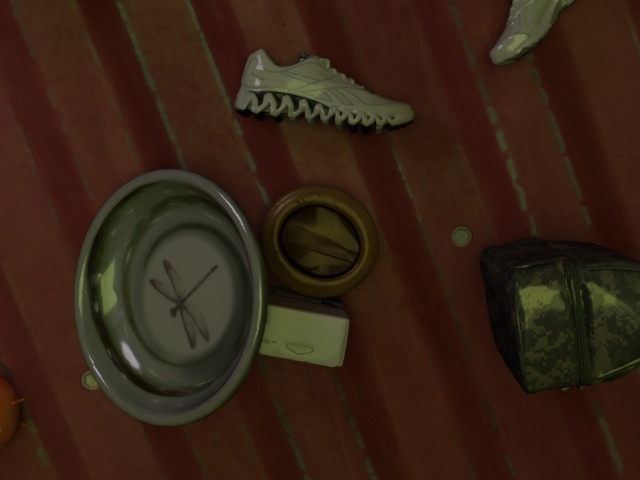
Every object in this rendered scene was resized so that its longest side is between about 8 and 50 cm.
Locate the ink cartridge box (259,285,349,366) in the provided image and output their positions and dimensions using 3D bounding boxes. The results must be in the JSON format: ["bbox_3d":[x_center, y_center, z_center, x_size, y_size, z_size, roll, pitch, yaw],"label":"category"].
[{"bbox_3d":[-0.032,0.135,1.882,0.139,0.191,0.082,11,95,-4],"label":"ink cartridge box"}]

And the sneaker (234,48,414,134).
[{"bbox_3d":[0.012,-0.238,1.893,0.292,0.110,0.118,9,87,-4],"label":"sneaker"}]

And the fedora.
[{"bbox_3d":[0.000,0.000,1.925,0.194,0.079,0.194,0,94,4],"label":"fedora"}]

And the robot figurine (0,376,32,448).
[{"bbox_3d":[-0.584,0.278,1.907,0.219,0.128,0.158,1,96,-3],"label":"robot figurine"}]

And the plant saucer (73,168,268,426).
[{"bbox_3d":[-0.220,0.089,1.858,0.400,0.100,0.401,-1,88,36],"label":"plant saucer"}]

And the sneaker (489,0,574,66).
[{"bbox_3d":[0.337,-0.385,1.903,0.115,0.090,0.232,41,84,1],"label":"sneaker"}]

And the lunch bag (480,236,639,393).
[{"bbox_3d":[0.406,0.103,1.840,0.256,0.305,0.213,-12,97,0],"label":"lunch bag"}]
